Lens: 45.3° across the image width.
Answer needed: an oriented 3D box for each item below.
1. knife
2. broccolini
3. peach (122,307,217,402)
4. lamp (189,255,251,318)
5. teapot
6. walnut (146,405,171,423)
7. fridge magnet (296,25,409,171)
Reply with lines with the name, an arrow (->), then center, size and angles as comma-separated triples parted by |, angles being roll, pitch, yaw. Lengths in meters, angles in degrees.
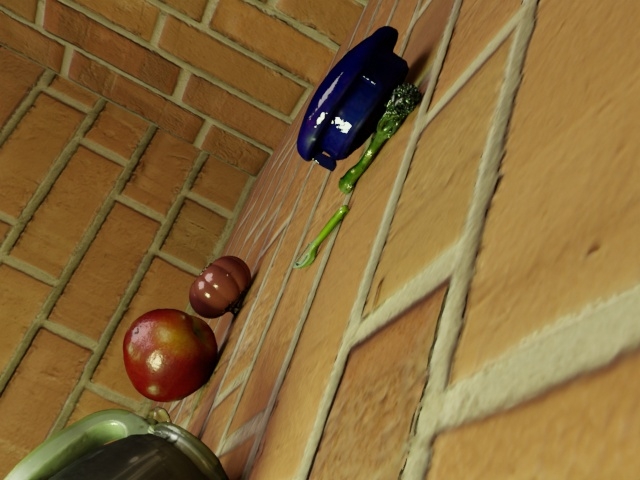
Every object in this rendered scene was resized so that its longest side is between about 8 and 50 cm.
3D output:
knife -> 0.000, 0.000, 1.311 | 0.022, 0.026, 0.184 | -30, -17, -48
broccolini -> 0.081, -0.162, 1.237 | 0.071, 0.058, 0.254 | -15, -21, -37
peach -> -0.375, 0.282, 1.873 | 0.244, 0.243, 0.199 | -59, 18, 21
lamp -> -0.252, 0.126, 1.979 | 0.182, 0.140, 0.182 | -49, -2, -2
teapot -> -0.266, 0.374, 1.070 | 0.321, 0.240, 0.239 | -15, 22, 51
walnut -> -0.347, 0.466, 1.525 | 0.204, 0.141, 0.238 | -61, -1, 28
fridge magnet -> 0.056, -0.239, 1.294 | 0.266, 0.112, 0.265 | -53, -3, -4
